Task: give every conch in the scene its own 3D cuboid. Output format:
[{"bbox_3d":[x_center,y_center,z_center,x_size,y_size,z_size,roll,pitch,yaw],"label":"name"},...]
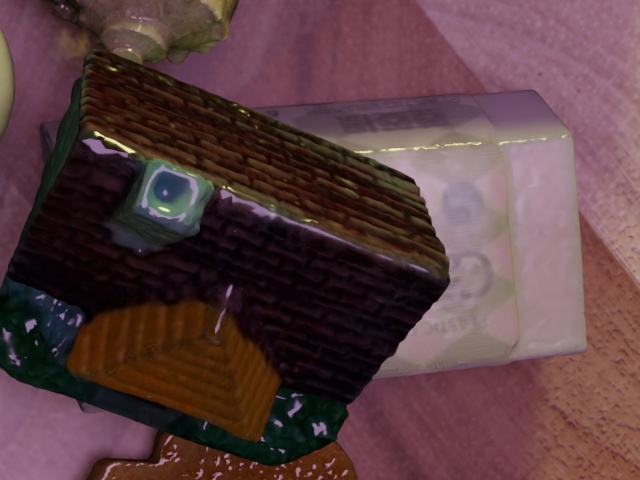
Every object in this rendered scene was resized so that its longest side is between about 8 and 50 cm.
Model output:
[{"bbox_3d":[-0.138,-0.229,1.382,0.163,0.178,0.245,-3,57,21],"label":"conch"}]

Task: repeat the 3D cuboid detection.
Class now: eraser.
[{"bbox_3d":[-0.001,0.000,1.457,0.396,0.082,0.213,-6,92,-16],"label":"eraser"}]

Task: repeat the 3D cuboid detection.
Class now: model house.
[{"bbox_3d":[-0.056,0.024,1.268,0.280,0.249,0.230,20,85,-15],"label":"model house"}]

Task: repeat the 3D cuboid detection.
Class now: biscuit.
[{"bbox_3d":[-0.068,0.204,1.463,0.225,0.036,0.166,-13,94,-19],"label":"biscuit"}]

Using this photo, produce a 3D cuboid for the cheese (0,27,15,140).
[{"bbox_3d":[-0.301,-0.103,1.330,0.198,0.154,0.189,36,96,-12],"label":"cheese"}]
